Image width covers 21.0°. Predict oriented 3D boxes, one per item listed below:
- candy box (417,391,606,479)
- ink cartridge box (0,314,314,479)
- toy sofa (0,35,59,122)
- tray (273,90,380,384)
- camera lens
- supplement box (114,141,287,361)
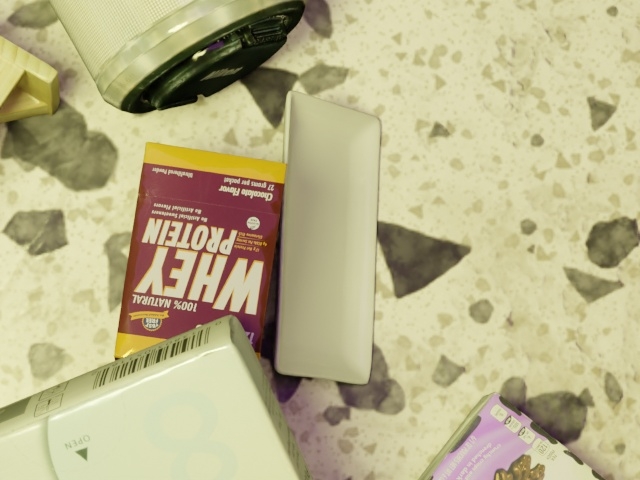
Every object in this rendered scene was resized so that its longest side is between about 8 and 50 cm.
[{"bbox_3d":[0.190,0.270,1.665,0.196,0.070,0.165,38,79,1],"label":"candy box"},{"bbox_3d":[-0.138,0.295,1.504,0.308,0.091,0.385,-23,103,6],"label":"ink cartridge box"},{"bbox_3d":[-0.408,-0.048,1.605,0.177,0.150,0.362,33,79,-2],"label":"toy sofa"},{"bbox_3d":[0.000,0.000,1.675,0.030,0.145,0.270,-4,79,38],"label":"tray"},{"bbox_3d":[-0.159,-0.274,1.632,0.219,0.219,0.274,-29,86,-10],"label":"camera lens"},{"bbox_3d":[-0.114,0.029,1.606,0.129,0.191,0.194,9,81,-5],"label":"supplement box"}]
